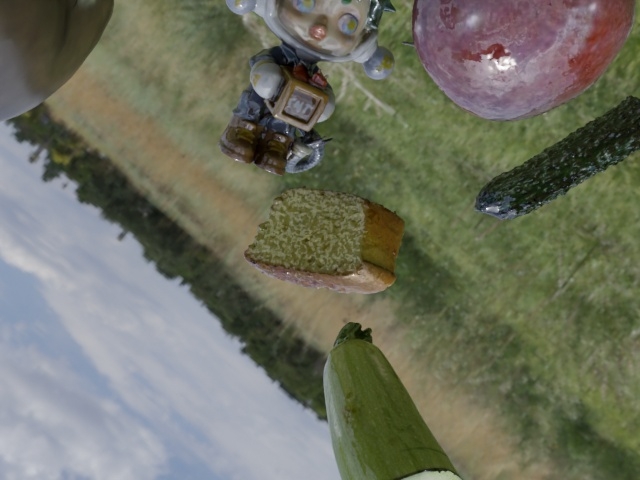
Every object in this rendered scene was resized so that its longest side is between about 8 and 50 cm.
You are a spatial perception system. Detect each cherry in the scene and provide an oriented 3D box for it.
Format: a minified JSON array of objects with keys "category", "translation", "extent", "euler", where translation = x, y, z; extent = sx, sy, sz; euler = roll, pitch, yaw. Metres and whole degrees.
[{"category":"cherry","translation":[0.223,-0.248,1.029],"extent":[0.285,0.213,0.236],"euler":[-6,-179,33]}]

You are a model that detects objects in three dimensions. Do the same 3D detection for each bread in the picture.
[{"category":"bread","translation":[0.000,0.000,0.938],"extent":[0.187,0.103,0.065],"euler":[11,167,42]}]

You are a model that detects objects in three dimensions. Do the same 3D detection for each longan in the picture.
[{"category":"longan","translation":[-0.305,-0.217,0.721],"extent":[0.300,0.300,0.243],"euler":[-171,67,-82]}]

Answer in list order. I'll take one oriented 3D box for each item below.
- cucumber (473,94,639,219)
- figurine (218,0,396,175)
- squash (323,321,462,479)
[{"category":"cucumber","translation":[0.420,-0.127,1.518],"extent":[0.096,0.359,0.096],"euler":[55,168,18]},{"category":"figurine","translation":[-0.028,-0.284,1.286],"extent":[0.261,0.382,0.186],"euler":[18,-165,-31]},{"category":"squash","translation":[0.049,0.147,0.765],"extent":[0.094,0.094,0.224],"euler":[42,-163,-36]}]
